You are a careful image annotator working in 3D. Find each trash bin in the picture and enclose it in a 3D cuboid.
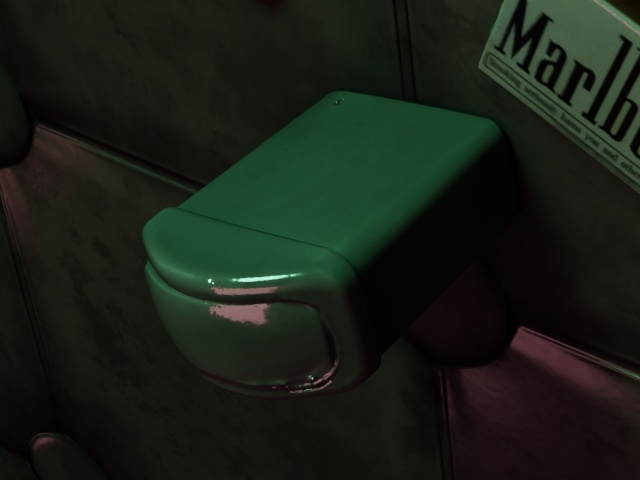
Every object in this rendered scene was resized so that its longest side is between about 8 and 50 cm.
[{"bbox_3d":[0.000,0.000,1.268,0.176,0.236,0.101,13,132,40],"label":"trash bin"}]

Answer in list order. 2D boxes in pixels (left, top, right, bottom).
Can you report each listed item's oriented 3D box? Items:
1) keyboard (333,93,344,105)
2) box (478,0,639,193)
[{"bbox_3d":[-0.095,-0.243,1.325,0.381,0.041,0.103,45,147,16],"label":"keyboard"},{"bbox_3d":[0.182,-0.095,1.152,0.177,0.036,0.115,39,144,14],"label":"box"}]
